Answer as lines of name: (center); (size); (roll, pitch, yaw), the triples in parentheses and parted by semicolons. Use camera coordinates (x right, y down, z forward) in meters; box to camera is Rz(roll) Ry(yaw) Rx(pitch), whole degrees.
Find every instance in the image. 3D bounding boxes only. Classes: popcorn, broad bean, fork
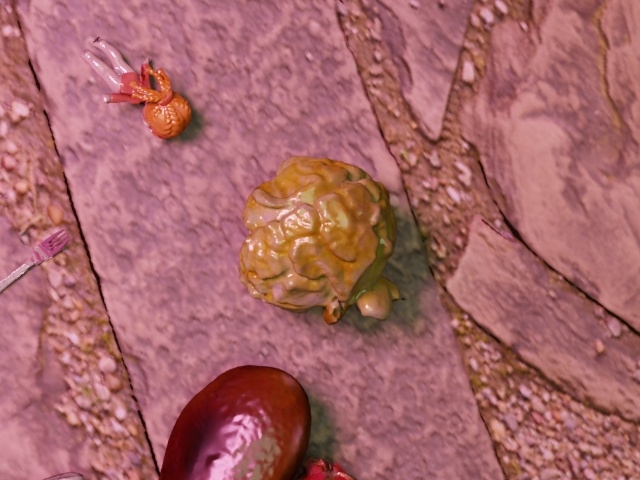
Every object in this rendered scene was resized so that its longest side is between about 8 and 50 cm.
popcorn: (0.000, 0.000, 1.030); (0.141, 0.135, 0.162); (-18, 80, -29)
broad bean: (-0.074, 0.182, 1.045); (0.114, 0.084, 0.165); (22, 83, 6)
fork: (-0.261, 0.029, 1.056); (0.115, 0.012, 0.016); (-40, 91, -1)

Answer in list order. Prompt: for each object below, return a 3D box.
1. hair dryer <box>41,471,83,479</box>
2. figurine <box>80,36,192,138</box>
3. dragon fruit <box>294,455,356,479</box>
hair dryer: (-0.279, 0.328, 1.037); (0.237, 0.075, 0.206); (-20, 86, 0)
figurine: (-0.157, -0.131, 1.054); (0.109, 0.047, 0.064); (42, 61, 0)
dragon fruit: (-0.003, 0.248, 1.058); (0.086, 0.081, 0.116); (25, 86, -18)
